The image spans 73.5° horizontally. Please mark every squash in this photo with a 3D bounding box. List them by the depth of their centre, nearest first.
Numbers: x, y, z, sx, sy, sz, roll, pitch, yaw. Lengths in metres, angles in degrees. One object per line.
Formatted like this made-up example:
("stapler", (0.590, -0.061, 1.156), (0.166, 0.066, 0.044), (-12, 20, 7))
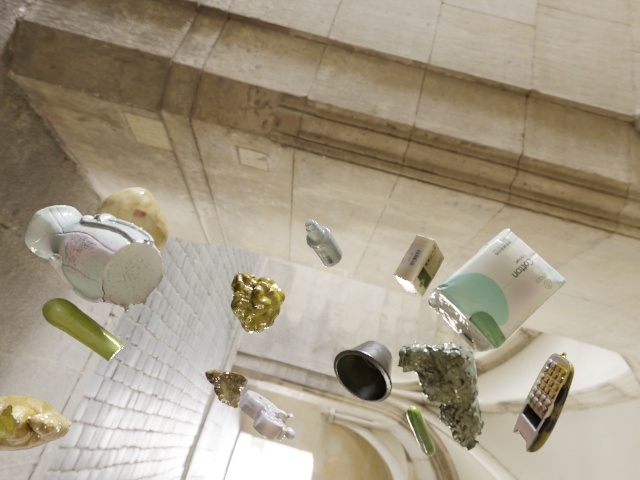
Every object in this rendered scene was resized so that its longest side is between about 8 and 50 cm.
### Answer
("squash", (-0.694, 0.257, 1.250), (0.083, 0.250, 0.083), (-49, -173, 8))
("squash", (0.431, 0.817, 1.842), (0.066, 0.066, 0.228), (-60, 128, -82))

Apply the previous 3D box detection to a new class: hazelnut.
("hazelnut", (-0.636, -0.067, 1.456), (0.241, 0.262, 0.261), (-59, 169, -37))

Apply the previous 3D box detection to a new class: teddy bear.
("teddy bear", (0.462, 0.542, 1.530), (0.225, 0.358, 0.366), (-18, -111, 40))

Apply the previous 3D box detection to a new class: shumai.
("shumai", (-0.299, 0.442, 1.322), (0.105, 0.123, 0.139), (-61, 142, -39))

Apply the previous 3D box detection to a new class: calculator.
("calculator", (0.527, 0.371, 1.002), (0.157, 0.033, 0.236), (9, 104, -78))

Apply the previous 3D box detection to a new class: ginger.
("ginger", (-0.613, 0.358, 0.840), (0.157, 0.217, 0.102), (116, -20, -74))

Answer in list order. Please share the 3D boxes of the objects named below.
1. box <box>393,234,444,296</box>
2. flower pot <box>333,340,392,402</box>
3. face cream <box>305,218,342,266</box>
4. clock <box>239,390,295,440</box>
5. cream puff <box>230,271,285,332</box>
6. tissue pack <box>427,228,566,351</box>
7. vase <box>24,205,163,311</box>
("box", (0.424, 0.108, 1.834), (0.211, 0.095, 0.168), (-58, 137, -12))
("flower pot", (0.209, 0.538, 1.843), (0.166, 0.269, 0.268), (-38, 150, -48))
("face cream", (0.000, 0.000, 1.627), (0.251, 0.101, 0.101), (57, 42, -50))
("clock", (-0.081, 0.281, 0.679), (0.041, 0.087, 0.129), (-57, -165, -12))
("cream puff", (-0.165, 0.143, 1.047), (0.146, 0.116, 0.146), (-33, -149, 23))
("tissue pack", (0.584, 0.172, 1.453), (0.357, 0.266, 0.193), (-37, 162, -14))
("vase", (-0.682, 0.030, 1.280), (0.250, 0.446, 0.249), (-34, 134, -45))
